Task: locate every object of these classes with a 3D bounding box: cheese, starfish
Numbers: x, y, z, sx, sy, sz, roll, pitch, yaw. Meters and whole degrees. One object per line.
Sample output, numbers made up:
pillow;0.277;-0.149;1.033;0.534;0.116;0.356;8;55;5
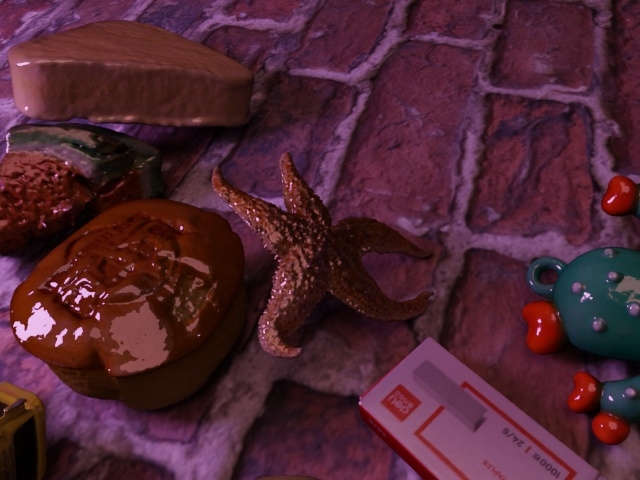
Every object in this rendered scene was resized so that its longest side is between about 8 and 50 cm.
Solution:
cheese;-0.289;-0.286;0.973;0.384;0.104;0.384;9;30;-5
starfish;0.001;-0.003;0.693;0.299;0.060;0.302;-32;77;-37

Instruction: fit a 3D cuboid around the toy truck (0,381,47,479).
toy truck;-0.419;0.196;0.601;0.272;0.124;0.157;13;19;21

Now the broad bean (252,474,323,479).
broad bean;-0.005;0.320;0.473;0.189;0.121;0.263;-41;42;-20

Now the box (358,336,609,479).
box;0.160;0.214;0.576;0.123;0.050;0.229;-36;55;-23

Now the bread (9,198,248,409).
bread;-0.220;0.068;0.676;0.270;0.148;0.269;-1;46;1

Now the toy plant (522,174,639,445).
toy plant;0.418;0.080;0.577;0.400;0.279;0.185;10;10;38

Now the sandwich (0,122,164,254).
sandwich;-0.421;-0.097;0.835;0.250;0.162;0.301;24;52;29
